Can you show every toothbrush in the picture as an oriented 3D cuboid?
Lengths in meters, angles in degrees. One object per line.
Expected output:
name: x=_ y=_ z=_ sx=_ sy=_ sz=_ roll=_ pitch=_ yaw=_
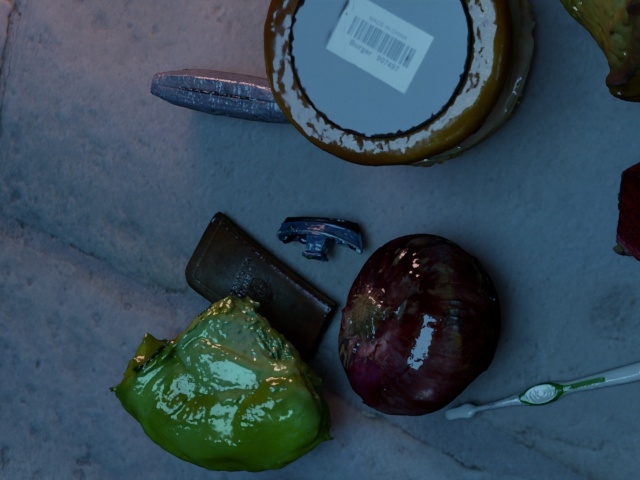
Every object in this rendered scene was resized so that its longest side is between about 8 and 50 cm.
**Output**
toothbrush: x=0.303 y=0.203 z=1.518 sx=0.304 sy=0.030 sz=0.030 roll=-18 pitch=85 yaw=29

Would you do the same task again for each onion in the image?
onion: x=0.131 y=0.112 z=1.517 sx=0.246 sy=0.190 sz=0.246 roll=-26 pitch=55 yaw=43

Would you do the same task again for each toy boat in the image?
toy boat: x=0.000 y=0.000 z=1.657 sx=0.137 sy=0.060 sz=0.061 roll=4 pitch=76 yaw=23

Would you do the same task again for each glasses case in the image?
glasses case: x=-0.125 y=-0.214 z=1.685 sx=0.282 sy=0.109 sz=0.067 roll=10 pitch=97 yaw=28

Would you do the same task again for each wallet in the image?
wallet: x=-0.095 y=0.080 z=1.734 sx=0.255 sy=0.031 sz=0.137 roll=37 pitch=112 yaw=24

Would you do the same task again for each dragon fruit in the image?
dragon fruit: x=0.425 y=-0.043 z=1.405 sx=0.102 sy=0.096 sz=0.147 roll=23 pitch=136 yaw=36

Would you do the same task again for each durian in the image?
durian: x=-0.144 y=0.221 z=1.671 sx=0.340 sy=0.204 sz=0.256 roll=42 pitch=124 yaw=18

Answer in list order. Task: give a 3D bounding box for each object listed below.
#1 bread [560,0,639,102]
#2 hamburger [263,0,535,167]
bread: x=0.428 y=-0.330 z=1.232 sx=0.398 sy=0.398 sz=0.215 roll=-49 pitch=59 yaw=23
hamburger: x=0.105 y=-0.251 z=1.462 sx=0.330 sy=0.250 sz=0.330 roll=3 pitch=99 yaw=22
